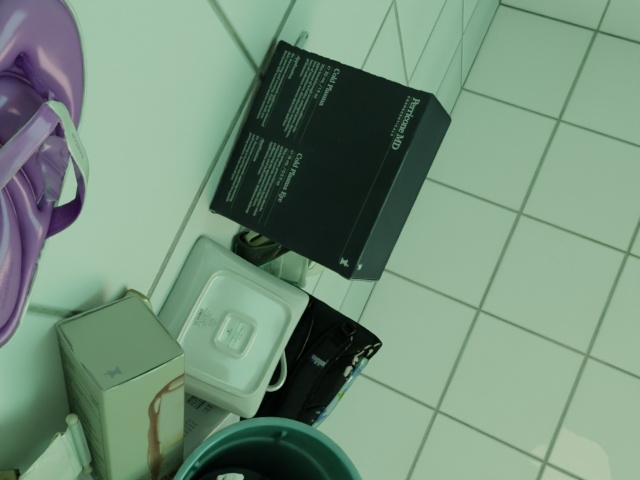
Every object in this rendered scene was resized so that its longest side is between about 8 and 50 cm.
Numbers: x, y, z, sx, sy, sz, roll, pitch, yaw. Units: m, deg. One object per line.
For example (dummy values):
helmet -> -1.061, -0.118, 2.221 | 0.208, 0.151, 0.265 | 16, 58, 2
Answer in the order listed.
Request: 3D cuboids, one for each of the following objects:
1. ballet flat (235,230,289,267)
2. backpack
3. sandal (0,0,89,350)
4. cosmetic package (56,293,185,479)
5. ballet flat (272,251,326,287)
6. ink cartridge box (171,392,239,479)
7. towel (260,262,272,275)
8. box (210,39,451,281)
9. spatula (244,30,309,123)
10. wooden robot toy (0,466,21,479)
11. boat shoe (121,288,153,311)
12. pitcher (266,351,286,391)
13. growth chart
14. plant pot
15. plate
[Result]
ballet flat -> -0.055, -0.030, 1.341 | 0.280, 0.095, 0.096 | -28, 131, -13
backpack -> -0.070, 0.315, 1.455 | 0.356, 0.290, 0.273 | -60, 177, -12
sandal -> -0.304, -0.054, 0.657 | 0.169, 0.102, 0.417 | -26, 136, -67
cosmetic package -> -0.297, 0.249, 0.950 | 0.129, 0.153, 0.296 | -22, 139, -35
ballet flat -> 0.000, 0.000, 1.665 | 0.400, 0.139, 0.139 | -50, 157, -46
ink cartridge box -> -0.305, 0.485, 1.315 | 0.272, 0.130, 0.310 | -40, 149, -43
towel -> -0.203, 0.195, 1.445 | 0.324, 0.056, 0.312 | 93, 22, -44
box -> 0.020, -0.140, 1.159 | 0.344, 0.312, 0.179 | -66, 157, 6
spatula -> -0.073, -0.284, 1.255 | 0.242, 0.019, 0.168 | -62, 157, -18
wooden robot toy -> -0.436, 0.376, 0.886 | 0.079, 0.076, 0.173 | -50, 160, -74
boat shoe -> -0.304, 0.155, 1.031 | 0.059, 0.062, 0.170 | -50, 147, -39
pitcher -> -0.120, 0.195, 1.312 | 0.125, 0.177, 0.207 | -16, -137, 60
growth chart -> -0.384, 0.348, 0.827 | 0.237, 0.021, 0.172 | -53, 158, -54
plant pot -> -0.127, 0.508, 1.094 | 0.341, 0.341, 0.334 | -58, -177, -30
plate -> -0.171, 0.175, 1.189 | 0.278, 0.045, 0.277 | 32, 78, -29
